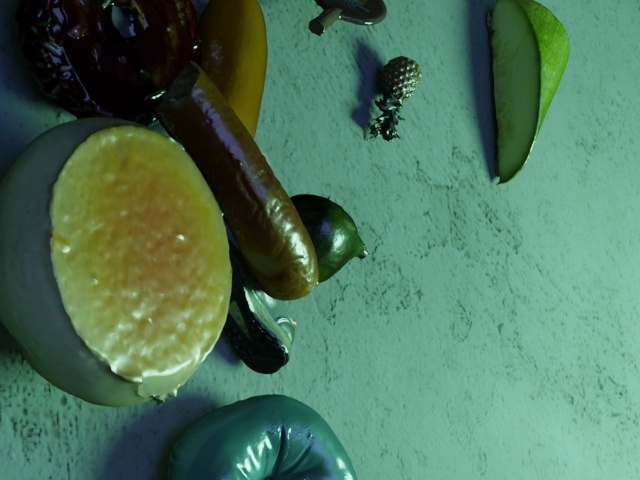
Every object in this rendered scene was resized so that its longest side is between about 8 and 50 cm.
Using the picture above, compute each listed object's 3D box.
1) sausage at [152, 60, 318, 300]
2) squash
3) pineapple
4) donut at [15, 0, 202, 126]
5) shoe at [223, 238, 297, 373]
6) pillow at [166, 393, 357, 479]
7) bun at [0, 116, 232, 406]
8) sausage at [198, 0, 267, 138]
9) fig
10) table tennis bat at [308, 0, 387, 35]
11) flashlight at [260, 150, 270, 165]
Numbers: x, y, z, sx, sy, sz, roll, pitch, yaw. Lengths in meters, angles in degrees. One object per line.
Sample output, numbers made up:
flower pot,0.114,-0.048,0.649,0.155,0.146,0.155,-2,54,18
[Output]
sausage,-0.084,-0.054,1.573,0.076,0.103,0.302,-34,112,-10
squash,0.289,-0.225,2.109,0.169,0.093,0.252,49,49,-27
pineapple,0.097,-0.187,1.934,0.058,0.058,0.124,39,55,-31
donut,-0.236,-0.230,1.583,0.235,0.089,0.235,14,70,-43
shoe,-0.090,0.060,1.673,0.194,0.074,0.077,59,33,-18
pillow,-0.062,0.279,1.599,0.233,0.086,0.214,-25,82,-42
bun,-0.231,0.029,1.464,0.299,0.164,0.299,21,63,-49
sausage,-0.110,-0.200,1.690,0.098,0.098,0.238,33,49,-35
fig,0.000,0.000,1.756,0.177,0.117,0.117,1,78,-62
table tennis bat,0.008,-0.267,1.900,0.107,0.119,0.170,30,35,7
flashlight,-0.128,-0.063,1.677,0.200,0.047,0.093,-18,90,-47
